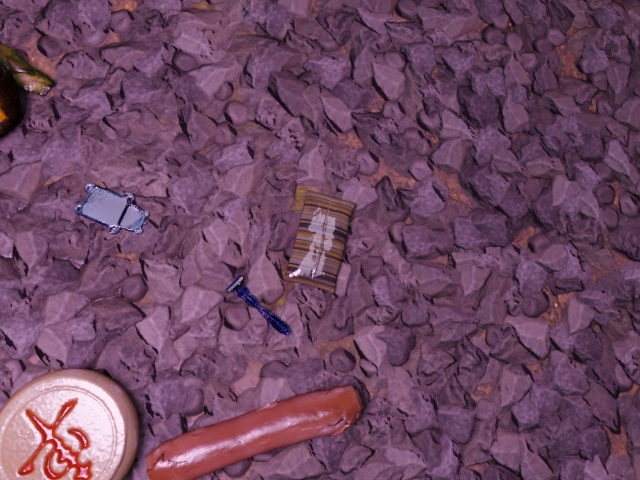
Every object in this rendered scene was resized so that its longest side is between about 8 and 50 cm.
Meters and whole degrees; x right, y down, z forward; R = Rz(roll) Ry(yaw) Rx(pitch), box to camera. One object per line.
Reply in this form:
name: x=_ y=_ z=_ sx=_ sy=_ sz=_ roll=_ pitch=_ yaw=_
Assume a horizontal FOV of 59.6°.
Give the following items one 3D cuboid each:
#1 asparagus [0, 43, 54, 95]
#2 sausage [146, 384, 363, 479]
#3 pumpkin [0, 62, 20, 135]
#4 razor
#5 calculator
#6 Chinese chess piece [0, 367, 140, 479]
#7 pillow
asparagus: x=-0.684 y=-0.384 z=1.128 sx=0.287 sy=0.080 sz=0.080 roll=33 pitch=76 yaw=-1
sausage: x=-0.116 y=0.366 z=1.061 sx=0.419 sy=0.094 sz=0.094 roll=-14 pitch=120 yaw=-12
pumpkin: x=-0.643 y=-0.270 z=1.085 sx=0.119 sy=0.108 sz=0.183 roll=42 pitch=113 yaw=27
razor: x=-0.121 y=0.137 z=1.138 sx=0.155 sy=0.028 sz=0.044 roll=42 pitch=76 yaw=2
calculator: x=-0.421 y=-0.061 z=1.135 sx=0.141 sy=0.019 sz=0.094 roll=23 pitch=76 yaw=-6
Chinese chess piece: x=-0.455 y=0.357 z=1.004 sx=0.251 sy=0.097 sz=0.250 roll=2 pitch=78 yaw=-9
pillow: x=0.000 y=0.000 z=1.180 sx=0.113 sy=0.038 sz=0.203 roll=14 pitch=77 yaw=-6
